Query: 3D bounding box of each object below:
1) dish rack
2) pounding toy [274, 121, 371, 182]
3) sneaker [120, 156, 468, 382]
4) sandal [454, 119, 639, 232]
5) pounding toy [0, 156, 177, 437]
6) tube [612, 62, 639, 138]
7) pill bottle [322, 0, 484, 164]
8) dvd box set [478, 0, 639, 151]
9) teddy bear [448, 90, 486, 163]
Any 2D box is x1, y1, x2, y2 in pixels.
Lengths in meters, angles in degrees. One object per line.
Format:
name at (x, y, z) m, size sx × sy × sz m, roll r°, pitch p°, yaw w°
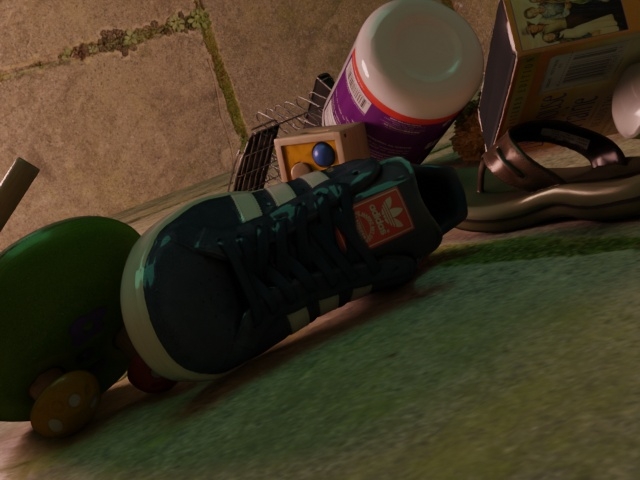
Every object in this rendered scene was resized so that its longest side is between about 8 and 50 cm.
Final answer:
dish rack at (-0.063, -0.142, 1.654) m, size 0.074 × 0.208 × 0.272 m, roll 35°, pitch 40°, yaw 24°
pounding toy at (-0.010, -0.087, 1.428) m, size 0.141 × 0.130 × 0.100 m, roll -3°, pitch 15°, yaw 33°
sneaker at (0.000, 0.000, 0.782) m, size 0.148 × 0.131 × 0.350 m, roll -18°, pitch 7°, yaw 36°
sandal at (0.211, -0.068, 0.902) m, size 0.120 × 0.086 × 0.303 m, roll -27°, pitch 13°, yaw -33°
pounding toy at (-0.180, 0.075, 0.726) m, size 0.183 × 0.110 × 0.237 m, roll -48°, pitch -27°, yaw -4°
tube at (0.362, -0.107, 0.833) m, size 0.240 × 0.062 × 0.070 m, roll 1°, pitch 46°, yaw -14°
pill bottle at (0.108, -0.206, 1.507) m, size 0.182 × 0.181 × 0.323 m, roll -22°, pitch -13°, yaw -19°
dvd box set at (0.358, -0.177, 0.900) m, size 0.421 × 0.062 × 0.307 m, roll -12°, pitch -12°, yaw 4°
teddy bear at (0.301, -0.181, 1.449) m, size 0.245 × 0.113 × 0.338 m, roll -16°, pitch -1°, yaw -24°
